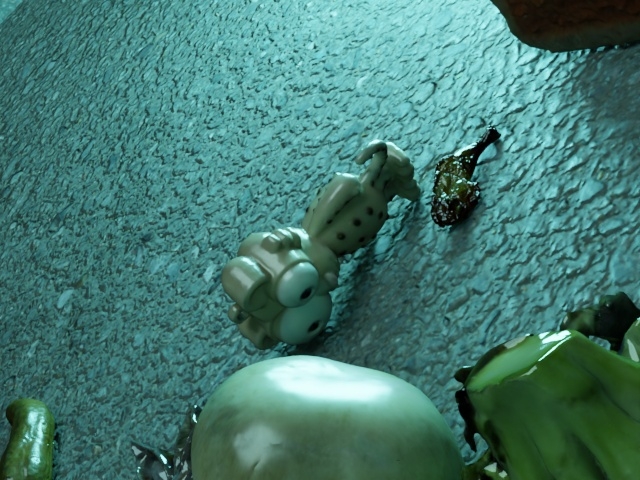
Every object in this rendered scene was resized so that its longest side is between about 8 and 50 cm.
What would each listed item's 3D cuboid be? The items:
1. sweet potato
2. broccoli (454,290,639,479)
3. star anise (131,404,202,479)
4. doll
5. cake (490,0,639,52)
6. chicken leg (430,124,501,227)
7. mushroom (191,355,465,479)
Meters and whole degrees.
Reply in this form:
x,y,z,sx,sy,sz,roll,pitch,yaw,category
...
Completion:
x,y,z,sx,sy,sz,roll,pitch,yaw,category
-0.381,0.264,1.983,0.081,0.062,0.233,-38,29,15,sweet potato
0.242,0.187,1.188,0.324,0.272,0.334,-18,5,-36,broccoli
-0.123,0.285,1.608,0.223,0.109,0.236,-4,67,58,star anise
0.001,0.000,1.749,0.278,0.154,0.119,-47,59,-6,doll
0.319,-0.373,1.709,0.309,0.237,0.230,2,55,49,cake
0.162,-0.075,1.746,0.062,0.037,0.145,3,53,24,chicken leg
0.001,0.234,1.425,0.260,0.254,0.234,29,115,57,mushroom
